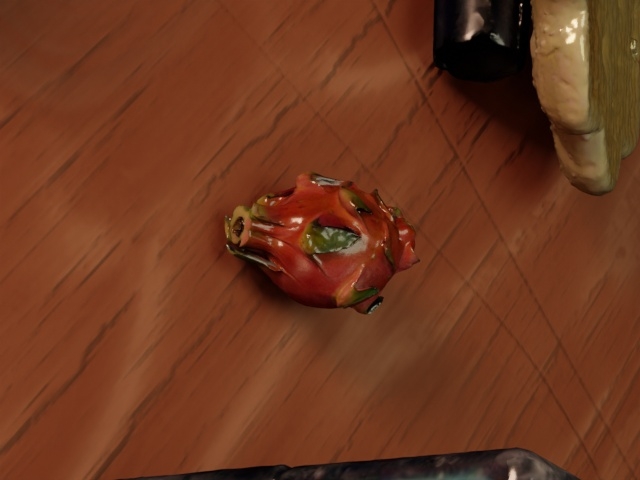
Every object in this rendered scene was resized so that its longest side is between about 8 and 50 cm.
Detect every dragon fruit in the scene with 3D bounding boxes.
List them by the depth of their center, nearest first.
[{"bbox_3d":[0.000,0.001,1.153,0.116,0.086,0.081,4,118,-41],"label":"dragon fruit"}]

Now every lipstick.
[{"bbox_3d":[0.123,-0.315,1.357,0.077,0.077,0.418,23,66,-45],"label":"lipstick"}]

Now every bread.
[{"bbox_3d":[0.192,-0.190,1.366,0.316,0.054,0.316,0,90,-73],"label":"bread"}]

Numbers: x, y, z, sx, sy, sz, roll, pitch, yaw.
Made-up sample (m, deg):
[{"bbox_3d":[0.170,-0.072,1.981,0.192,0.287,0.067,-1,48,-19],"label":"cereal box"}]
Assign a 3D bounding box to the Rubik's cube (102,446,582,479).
[{"bbox_3d":[0.049,0.301,0.974,0.313,0.316,0.318,33,58,-42],"label":"Rubik's cube"}]
